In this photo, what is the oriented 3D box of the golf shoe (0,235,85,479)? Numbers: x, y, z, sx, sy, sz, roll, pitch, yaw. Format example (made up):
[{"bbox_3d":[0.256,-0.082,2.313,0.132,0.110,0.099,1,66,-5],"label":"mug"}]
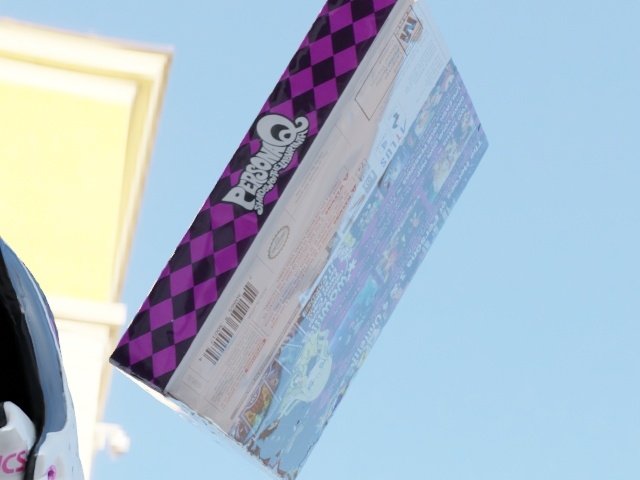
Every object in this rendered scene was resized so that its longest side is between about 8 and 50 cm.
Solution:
[{"bbox_3d":[-0.090,0.082,0.468,0.067,0.186,0.086,-6,-31,-12],"label":"golf shoe"}]

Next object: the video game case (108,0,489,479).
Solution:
[{"bbox_3d":[0.000,0.000,0.952,0.042,0.232,0.210,26,-10,23],"label":"video game case"}]
